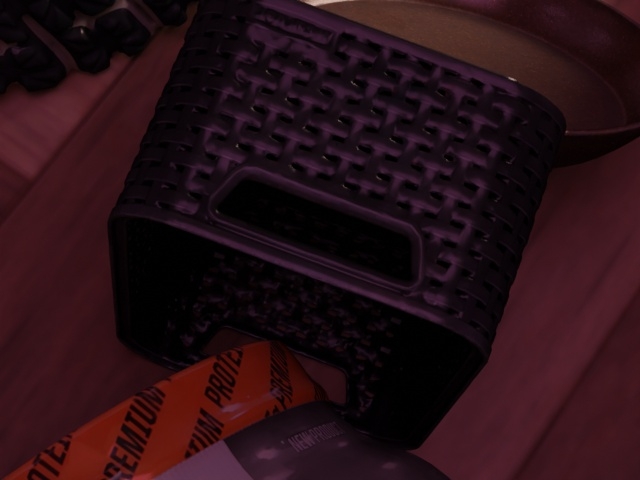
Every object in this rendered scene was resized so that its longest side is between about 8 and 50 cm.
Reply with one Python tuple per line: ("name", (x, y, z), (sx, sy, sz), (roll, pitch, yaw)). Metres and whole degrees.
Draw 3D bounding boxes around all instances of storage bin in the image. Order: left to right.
("storage bin", (0.000, 0.000, 0.585), (0.122, 0.180, 0.084), (20, 71, 1))

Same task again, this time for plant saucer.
("plant saucer", (0.052, -0.070, 0.650), (0.168, 0.029, 0.168), (11, 29, -6))

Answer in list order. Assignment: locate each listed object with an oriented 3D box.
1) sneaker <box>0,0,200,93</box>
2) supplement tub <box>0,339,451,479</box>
("sneaker", (-0.077, -0.159, 0.685), (0.283, 0.110, 0.122), (-27, 59, -15))
("supplement tub", (0.013, 0.200, 0.517), (0.194, 0.193, 0.316), (-32, 79, -14))
